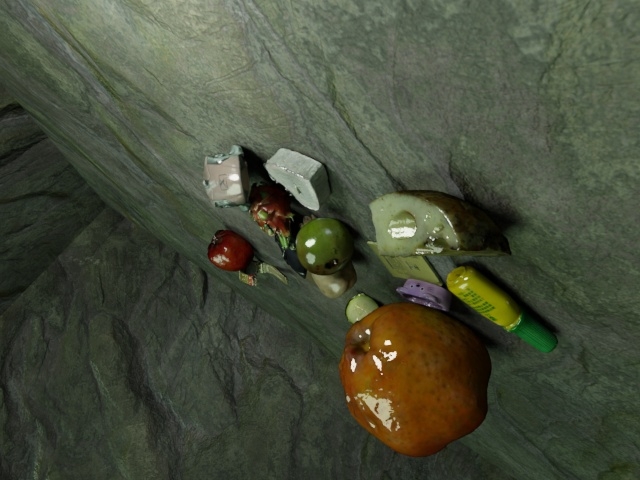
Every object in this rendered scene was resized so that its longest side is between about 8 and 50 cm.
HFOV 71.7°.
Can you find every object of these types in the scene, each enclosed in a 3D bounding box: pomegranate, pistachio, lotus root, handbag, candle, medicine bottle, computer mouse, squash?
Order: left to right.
[{"bbox_3d":[-0.302,-0.183,1.340,0.389,0.115,0.199,-164,69,-66],"label":"computer mouse"},{"bbox_3d":[-0.107,-0.002,1.511,0.254,0.089,0.211,59,165,19],"label":"handbag"},{"bbox_3d":[-0.048,-0.162,1.161,0.192,0.068,0.168,41,162,-19],"label":"candle"},{"bbox_3d":[0.002,-0.003,1.320,0.210,0.179,0.179,63,165,16],"label":"pomegranate"},{"bbox_3d":[0.036,0.099,1.471,0.138,0.153,0.238,25,-164,-30],"label":"pistachio"},{"bbox_3d":[0.227,0.338,1.763,0.137,0.137,0.287,9,150,50],"label":"squash"},{"bbox_3d":[0.237,-0.032,0.932,0.210,0.141,0.314,4,177,-38],"label":"lotus root"},{"bbox_3d":[0.455,0.175,1.104,0.309,0.076,0.111,37,162,-3],"label":"medicine bottle"}]

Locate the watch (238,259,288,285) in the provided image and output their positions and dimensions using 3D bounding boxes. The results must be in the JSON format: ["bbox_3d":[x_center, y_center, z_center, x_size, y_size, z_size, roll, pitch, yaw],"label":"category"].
[{"bbox_3d":[-0.285,0.167,2.121,0.268,0.165,0.102,23,121,52],"label":"watch"}]

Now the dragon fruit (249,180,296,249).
[{"bbox_3d":[-0.137,-0.075,1.348,0.235,0.135,0.137,61,164,8],"label":"dragon fruit"}]

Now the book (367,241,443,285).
[{"bbox_3d":[0.244,0.066,1.283,0.192,0.013,0.168,8,146,51],"label":"book"}]

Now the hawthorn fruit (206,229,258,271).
[{"bbox_3d":[-0.409,0.064,2.076,0.251,0.189,0.190,36,161,-22],"label":"hawthorn fruit"}]

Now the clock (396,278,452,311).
[{"bbox_3d":[0.303,0.154,1.298,0.153,0.050,0.110,11,162,45],"label":"clock"}]

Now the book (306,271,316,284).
[{"bbox_3d":[0.009,0.166,1.866,0.139,0.016,0.198,34,159,3],"label":"book"}]

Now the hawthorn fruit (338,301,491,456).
[{"bbox_3d":[0.271,0.407,1.381,0.472,0.471,0.471,31,159,13],"label":"hawthorn fruit"}]
